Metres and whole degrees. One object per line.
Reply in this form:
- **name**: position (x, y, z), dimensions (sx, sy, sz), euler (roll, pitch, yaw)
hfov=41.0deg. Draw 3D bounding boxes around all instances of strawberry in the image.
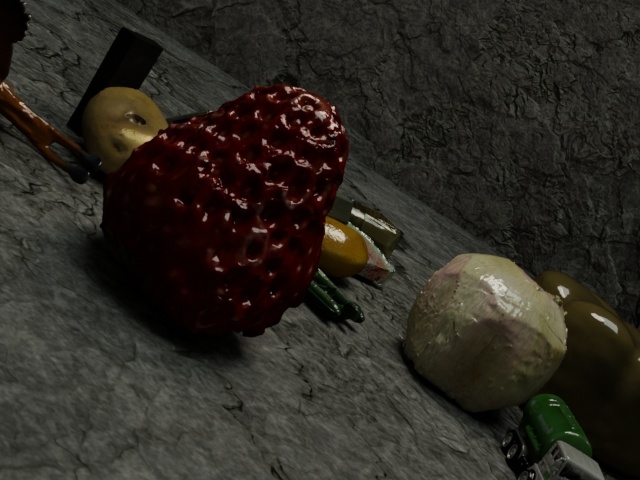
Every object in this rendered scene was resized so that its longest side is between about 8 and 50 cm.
- **strawberry**: position (-0.117, -0.062, 1.154), dimensions (0.295, 0.345, 0.317), euler (29, 14, -27)

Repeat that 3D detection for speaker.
- **speaker**: position (-0.387, -0.290, 1.616), dimensions (0.044, 0.218, 0.082), euler (42, 16, 26)

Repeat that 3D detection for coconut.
- **coconut**: position (0.313, 0.163, 1.597), dimensions (0.297, 0.254, 0.297), euler (32, 15, -10)

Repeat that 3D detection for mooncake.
- **mooncake**: position (0.607, 0.285, 1.871), dimensions (0.467, 0.262, 0.467), euler (34, 11, -7)

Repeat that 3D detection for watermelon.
- **watermelon**: position (0.071, 0.034, 1.916), dimensions (0.187, 0.071, 0.139), euler (46, 23, 16)

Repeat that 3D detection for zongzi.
- **zongzi**: position (0.074, -0.050, 2.140), dimensions (0.221, 0.112, 0.242), euler (30, 5, -13)

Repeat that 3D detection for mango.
- **mango**: position (0.000, 0.000, 1.750), dimensions (0.227, 0.109, 0.147), euler (27, 17, -23)

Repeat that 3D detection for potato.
- **potato**: position (-0.342, -0.183, 1.521), dimensions (0.150, 0.146, 0.234), euler (-10, 39, -5)

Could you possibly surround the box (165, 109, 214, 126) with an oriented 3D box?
- **box**: position (-0.151, -0.194, 1.857), dimensions (0.343, 0.065, 0.200), euler (15, -7, -37)

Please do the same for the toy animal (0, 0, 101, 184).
- **toy animal**: position (-0.502, -0.239, 1.370), dimensions (0.284, 0.225, 0.302), euler (48, -10, -36)

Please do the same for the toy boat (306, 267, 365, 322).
- **toy boat**: position (-0.001, 0.085, 1.564), dimensions (0.104, 0.052, 0.210), euler (15, 23, -49)

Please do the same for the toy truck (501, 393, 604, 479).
- **toy truck**: position (0.376, 0.343, 1.381), dimensions (0.101, 0.125, 0.242), euler (33, 14, -7)

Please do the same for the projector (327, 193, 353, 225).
- **projector**: position (-0.083, -0.095, 1.860), dimensions (0.270, 0.088, 0.194), euler (20, -6, -36)
